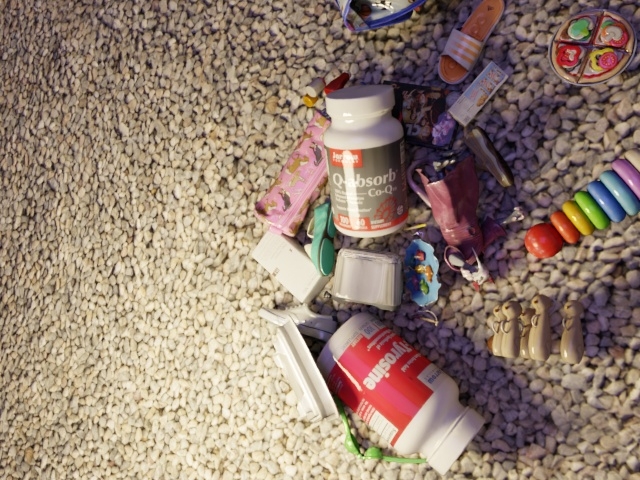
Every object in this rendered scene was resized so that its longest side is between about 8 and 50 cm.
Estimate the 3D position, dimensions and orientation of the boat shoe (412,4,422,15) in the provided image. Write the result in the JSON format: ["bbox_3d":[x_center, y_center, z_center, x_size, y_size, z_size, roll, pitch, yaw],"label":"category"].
[{"bbox_3d":[0.238,-0.712,1.529,0.137,0.049,0.043,37,97,20],"label":"boat shoe"}]

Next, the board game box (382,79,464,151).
[{"bbox_3d":[0.275,-0.357,1.479,0.243,0.042,0.165,16,92,25],"label":"board game box"}]

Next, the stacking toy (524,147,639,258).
[{"bbox_3d":[0.646,-0.069,1.247,0.330,0.141,0.141,-38,71,24],"label":"stacking toy"}]

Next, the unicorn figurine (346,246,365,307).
[{"bbox_3d":[0.102,0.107,1.507,0.111,0.060,0.162,-15,93,13],"label":"unicorn figurine"}]

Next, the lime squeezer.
[{"bbox_3d":[0.140,0.566,1.450,0.310,0.059,0.110,29,67,26],"label":"lime squeezer"}]

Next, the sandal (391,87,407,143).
[{"bbox_3d":[0.205,-0.347,1.463,0.067,0.040,0.179,-6,82,24],"label":"sandal"}]

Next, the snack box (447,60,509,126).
[{"bbox_3d":[0.424,-0.395,1.396,0.064,0.022,0.178,41,91,0],"label":"snack box"}]

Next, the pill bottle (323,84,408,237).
[{"bbox_3d":[0.118,-0.209,1.363,0.210,0.210,0.363,4,119,25],"label":"pill bottle"}]

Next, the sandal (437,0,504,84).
[{"bbox_3d":[0.405,-0.564,1.422,0.102,0.076,0.265,34,99,24],"label":"sandal"}]

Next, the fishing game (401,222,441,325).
[{"bbox_3d":[0.260,0.088,1.376,0.041,0.189,0.264,-6,91,-18],"label":"fishing game"}]

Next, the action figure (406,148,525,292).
[{"bbox_3d":[0.347,-0.034,1.334,0.275,0.248,0.370,2,114,58],"label":"action figure"}]

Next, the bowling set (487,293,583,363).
[{"bbox_3d":[0.480,0.207,1.261,0.200,0.287,0.154,-9,72,57],"label":"bowling set"}]

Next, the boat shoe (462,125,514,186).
[{"bbox_3d":[0.444,-0.212,1.383,0.072,0.068,0.190,-38,61,29],"label":"boat shoe"}]

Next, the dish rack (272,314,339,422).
[{"bbox_3d":[-0.057,0.370,1.407,0.072,0.333,0.286,-25,73,-14],"label":"dish rack"}]

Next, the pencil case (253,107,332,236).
[{"bbox_3d":[-0.043,-0.194,1.540,0.160,0.167,0.386,38,101,15],"label":"pencil case"}]

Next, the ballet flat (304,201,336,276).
[{"bbox_3d":[0.000,0.000,1.523,0.087,0.083,0.247,-9,58,31],"label":"ballet flat"}]

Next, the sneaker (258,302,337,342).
[{"bbox_3d":[-0.064,0.235,1.558,0.258,0.094,0.091,15,70,22],"label":"sneaker"}]

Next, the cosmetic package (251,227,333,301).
[{"bbox_3d":[-0.087,0.073,1.577,0.231,0.085,0.117,39,101,24],"label":"cosmetic package"}]

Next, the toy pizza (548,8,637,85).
[{"bbox_3d":[0.686,-0.493,1.311,0.201,0.032,0.201,-3,84,24],"label":"toy pizza"}]

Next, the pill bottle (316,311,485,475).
[{"bbox_3d":[0.201,0.389,1.334,0.407,0.229,0.229,37,100,23],"label":"pill bottle"}]

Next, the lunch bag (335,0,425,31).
[{"bbox_3d":[0.193,-0.793,1.415,0.385,0.239,0.328,-30,56,27],"label":"lunch bag"}]

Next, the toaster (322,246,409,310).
[{"bbox_3d":[0.124,0.099,1.407,0.227,0.129,0.147,7,94,17],"label":"toaster"}]

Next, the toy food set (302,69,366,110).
[{"bbox_3d":[0.057,-0.443,1.559,0.232,0.111,0.104,26,64,35],"label":"toy food set"}]
